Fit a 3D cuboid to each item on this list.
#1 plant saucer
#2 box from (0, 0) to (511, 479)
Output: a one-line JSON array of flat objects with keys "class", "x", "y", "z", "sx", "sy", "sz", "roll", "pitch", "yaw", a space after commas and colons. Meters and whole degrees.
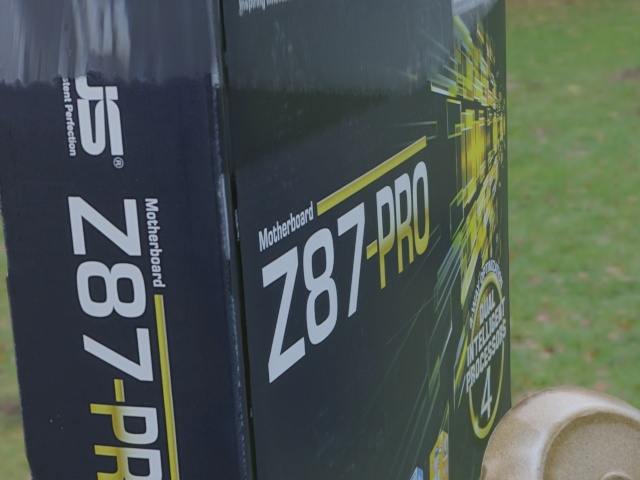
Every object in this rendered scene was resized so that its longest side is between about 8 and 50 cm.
[{"class": "plant saucer", "x": 0.089, "y": 0.082, "z": 0.465, "sx": 0.083, "sy": 0.083, "sz": 0.015, "roll": -10, "pitch": -19, "yaw": -30}, {"class": "box", "x": 0.000, "y": 0.000, "z": 0.666, "sx": 0.097, "sy": 0.318, "sz": 0.395, "roll": 0, "pitch": 13, "yaw": 20}]
